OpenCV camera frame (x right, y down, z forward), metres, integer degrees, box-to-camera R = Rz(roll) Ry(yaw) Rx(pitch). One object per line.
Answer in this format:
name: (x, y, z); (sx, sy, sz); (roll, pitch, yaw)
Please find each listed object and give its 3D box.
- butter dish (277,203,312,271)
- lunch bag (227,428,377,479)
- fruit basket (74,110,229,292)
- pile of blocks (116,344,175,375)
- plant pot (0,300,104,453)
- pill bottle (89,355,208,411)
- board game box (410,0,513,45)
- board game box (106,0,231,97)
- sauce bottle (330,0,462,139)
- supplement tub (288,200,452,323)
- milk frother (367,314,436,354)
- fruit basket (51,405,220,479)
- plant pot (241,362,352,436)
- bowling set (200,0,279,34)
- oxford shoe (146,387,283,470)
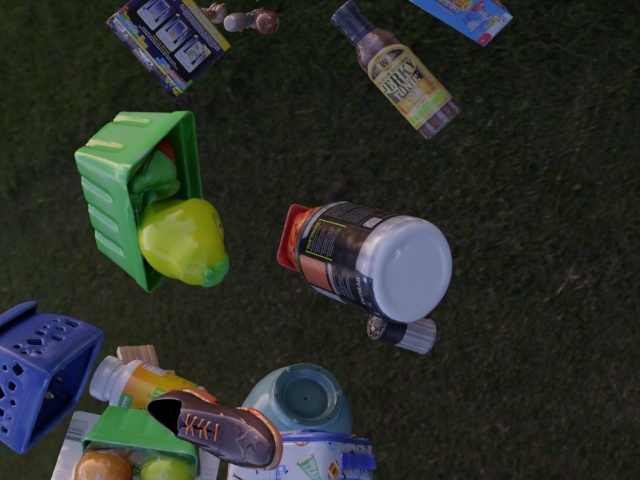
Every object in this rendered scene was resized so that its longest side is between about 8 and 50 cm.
butter dish: (0.000, 0.000, 1.879); (0.118, 0.160, 0.159); (-15, 57, 60)
lunch bag: (-0.027, 0.429, 1.559); (0.243, 0.303, 0.115); (-10, 72, 20)
fruit basket: (-0.313, -0.057, 1.688); (0.392, 0.283, 0.392); (19, 138, 18)
pile of blocks: (-0.452, 0.444, 2.227); (0.362, 0.149, 0.112); (39, 125, 26)
plant pot: (-0.646, 0.281, 1.748); (0.212, 0.236, 0.236); (28, 113, 6)
pill bottle: (-0.395, 0.357, 1.825); (0.246, 0.136, 0.136); (21, 117, 9)
board game box: (0.217, -0.567, 1.623); (0.086, 0.308, 0.302); (-44, 61, 26)
board game box: (-0.263, -0.360, 1.395); (0.170, 0.141, 0.048); (50, 150, -19)
sauce bottle: (0.160, -0.378, 1.752); (0.344, 0.111, 0.111); (46, 127, 0)
supplement tub: (0.087, 0.033, 1.621); (0.338, 0.207, 0.207); (19, 116, 56)
milk frother: (0.191, 0.163, 1.783); (0.143, 0.135, 0.129); (-57, 28, 28)
fruit basket: (-0.378, 0.517, 1.593); (0.327, 0.353, 0.165); (8, 139, -4)
plant pot: (-0.049, 0.424, 1.960); (0.293, 0.293, 0.196); (43, 143, 20)
bowling set: (-0.151, -0.534, 1.793); (0.200, 0.154, 0.287); (51, 126, 4)
oxford shoe: (-0.173, 0.307, 1.275); (0.271, 0.098, 0.096); (8, 89, 42)
